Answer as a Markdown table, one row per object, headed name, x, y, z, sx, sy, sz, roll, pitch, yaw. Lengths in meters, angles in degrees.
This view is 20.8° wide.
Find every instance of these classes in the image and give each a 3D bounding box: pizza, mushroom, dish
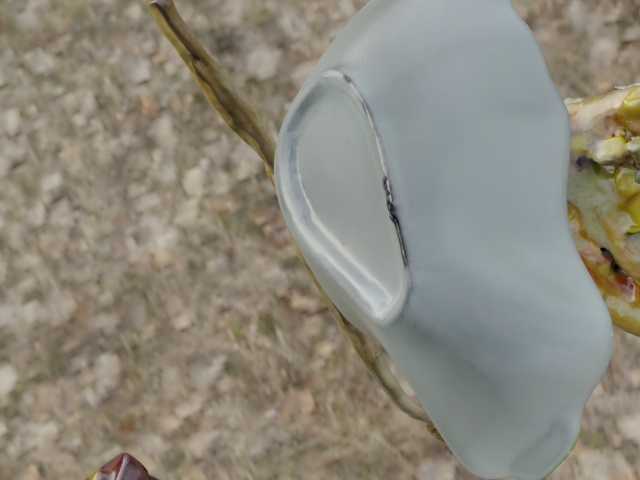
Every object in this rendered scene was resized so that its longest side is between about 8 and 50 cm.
| name | x | y | z | sx | sy | sz | roll | pitch | yaw |
| --- | --- | --- | --- | --- | --- | --- | --- | --- | --- |
| pizza | 0.165 | -0.020 | 0.885 | 0.176 | 0.184 | 0.036 | -39 | 6 | 47 |
| mushroom | 0.000 | 0.004 | 0.747 | 0.026 | 0.286 | 0.028 | -21 | 41 | 18 |
| dish | 0.019 | -0.006 | 0.413 | 0.039 | 0.091 | 0.137 | 8 | 46 | -35 |

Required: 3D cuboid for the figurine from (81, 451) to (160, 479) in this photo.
| name | x | y | z | sx | sy | sz | roll | pitch | yaw |
| --- | --- | --- | --- | --- | --- | --- | --- | --- | --- |
| figurine | -0.058 | 0.132 | 0.520 | 0.098 | 0.154 | 0.082 | -37 | 25 | 43 |
